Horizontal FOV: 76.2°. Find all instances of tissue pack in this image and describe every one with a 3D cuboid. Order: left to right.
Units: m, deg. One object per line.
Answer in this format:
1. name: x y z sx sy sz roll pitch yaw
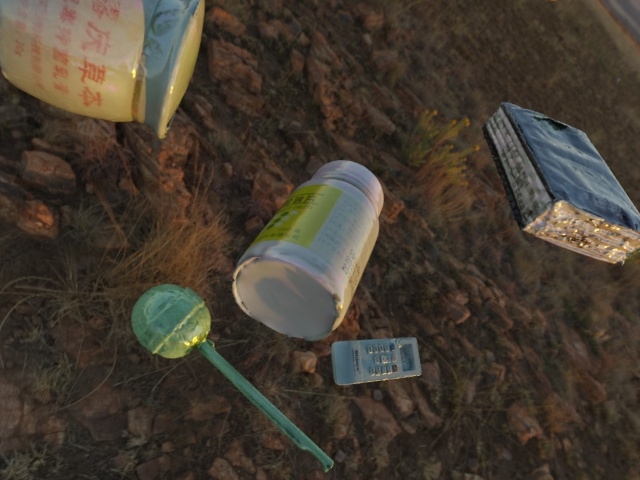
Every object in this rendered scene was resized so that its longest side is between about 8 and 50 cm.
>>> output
1. tissue pack: 0.339 -0.091 0.583 0.173 0.073 0.235 17 46 -14

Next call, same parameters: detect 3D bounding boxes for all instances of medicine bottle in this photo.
1. medicine bottle: -0.193 -0.184 0.384 0.143 0.147 0.147 17 53 -20
2. medicine bottle: 0.000 0.000 0.838 0.213 0.213 0.378 42 40 -10

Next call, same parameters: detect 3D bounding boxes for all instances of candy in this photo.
1. candy: -0.138 0.240 0.702 0.440 0.119 0.119 43 44 -3

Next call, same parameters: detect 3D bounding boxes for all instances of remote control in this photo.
1. remote control: 0.086 0.179 0.616 0.162 0.029 0.061 8 70 -35
